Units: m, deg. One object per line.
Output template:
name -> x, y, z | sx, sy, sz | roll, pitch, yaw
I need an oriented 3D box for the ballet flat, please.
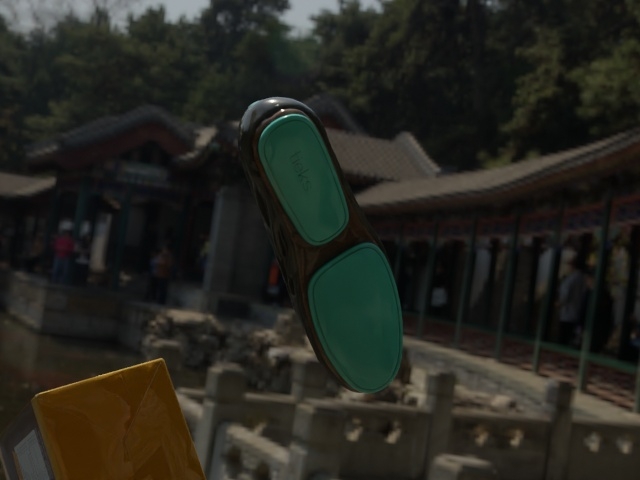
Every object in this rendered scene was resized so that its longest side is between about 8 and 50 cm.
ballet flat -> 0.000, 0.000, 0.964 | 0.095, 0.280, 0.096 | -25, 24, -16

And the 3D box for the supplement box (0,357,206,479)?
supplement box -> -0.209, 0.244, 1.072 | 0.129, 0.191, 0.194 | -14, -14, -32
